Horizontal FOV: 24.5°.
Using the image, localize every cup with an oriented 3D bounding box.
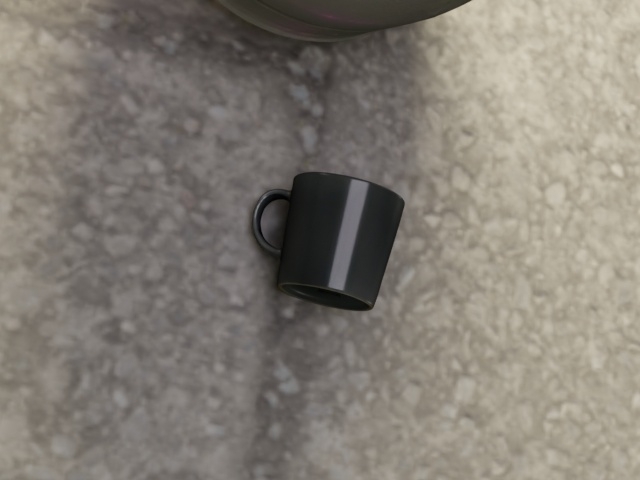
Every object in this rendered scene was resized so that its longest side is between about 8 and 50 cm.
[{"bbox_3d":[0.000,0.000,0.997,0.100,0.078,0.077,11,78,14],"label":"cup"}]

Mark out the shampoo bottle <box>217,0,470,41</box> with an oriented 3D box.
[{"bbox_3d":[0.033,-0.273,0.952,0.273,0.266,0.273,5,76,-21],"label":"shampoo bottle"}]
